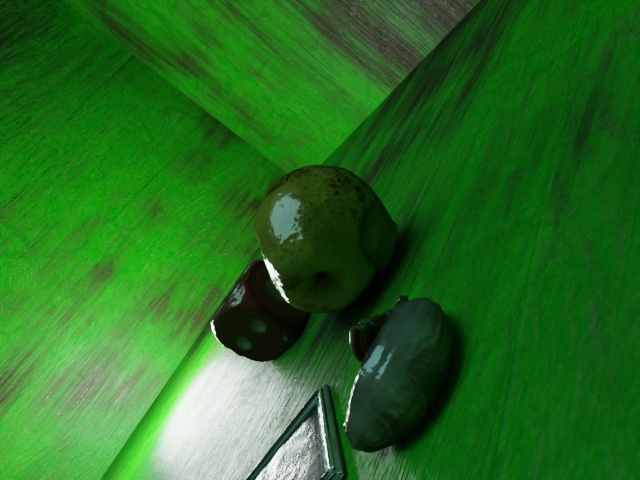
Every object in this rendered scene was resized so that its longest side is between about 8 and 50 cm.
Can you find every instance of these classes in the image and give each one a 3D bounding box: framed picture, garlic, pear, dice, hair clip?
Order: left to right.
[{"bbox_3d":[-0.142,0.169,1.204,0.179,0.175,0.174,-46,13,31],"label":"dice"},{"bbox_3d":[-0.074,0.357,0.707,0.296,0.019,0.232,-52,10,5],"label":"framed picture"},{"bbox_3d":[0.000,0.000,0.937,0.271,0.271,0.271,-51,10,13],"label":"pear"},{"bbox_3d":[0.084,0.110,0.653,0.188,0.033,0.060,-19,-60,-60],"label":"hair clip"},{"bbox_3d":[0.090,0.133,0.558,0.195,0.087,0.101,-60,-2,-27],"label":"garlic"}]
